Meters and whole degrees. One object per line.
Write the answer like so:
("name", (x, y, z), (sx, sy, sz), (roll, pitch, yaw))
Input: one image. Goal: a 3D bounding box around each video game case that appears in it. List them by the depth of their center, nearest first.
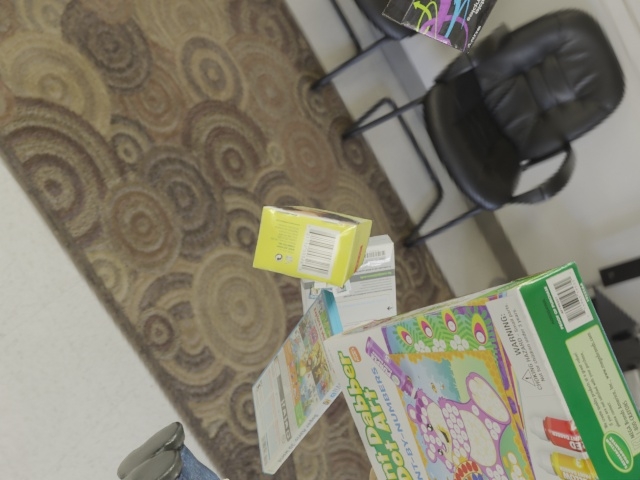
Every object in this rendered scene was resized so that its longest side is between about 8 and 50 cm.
("video game case", (-0.023, 0.149, 0.854), (0.015, 0.166, 0.119), (19, 33, -25))

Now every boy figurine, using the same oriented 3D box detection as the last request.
("boy figurine", (-0.086, 0.314, 0.833), (0.285, 0.092, 0.177), (54, 4, -19))

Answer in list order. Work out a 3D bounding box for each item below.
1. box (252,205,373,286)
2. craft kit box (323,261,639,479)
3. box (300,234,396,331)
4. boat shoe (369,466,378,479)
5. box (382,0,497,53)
("box", (0.000, 0.000, 0.804), (0.232, 0.087, 0.058), (-20, 121, -84))
("craft kit box", (0.120, 0.159, 0.553), (0.061, 0.247, 0.250), (-20, 86, -27))
("box", (0.045, 0.090, 1.274), (0.038, 0.145, 0.186), (-115, -162, -64))
("boat shoe", (0.138, 0.419, 1.132), (0.092, 0.103, 0.285), (-24, 105, -52))
("box", (0.138, -0.260, 0.826), (0.029, 0.116, 0.162), (37, 21, 26))
